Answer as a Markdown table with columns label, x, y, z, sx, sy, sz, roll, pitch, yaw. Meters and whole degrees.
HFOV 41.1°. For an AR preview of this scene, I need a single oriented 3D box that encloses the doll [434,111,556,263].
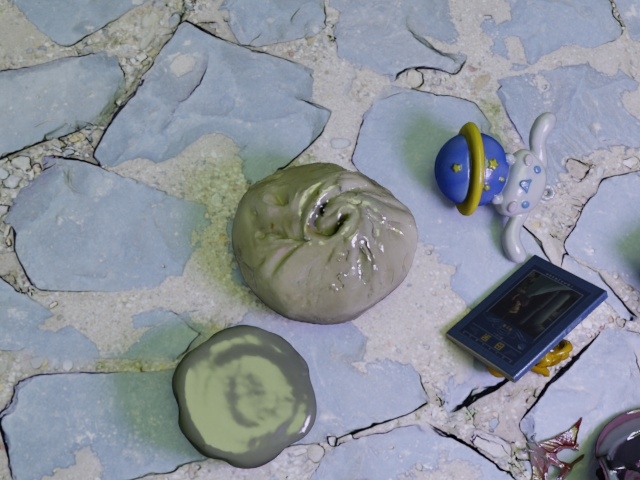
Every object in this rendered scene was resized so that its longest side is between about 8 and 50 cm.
| label | x | y | z | sx | sy | sz | roll | pitch | yaw |
| --- | --- | --- | --- | --- | --- | --- | --- | --- | --- |
| doll | 0.356 | -0.106 | 1.785 | 0.242 | 0.159 | 0.311 | -5 | 97 | -21 |

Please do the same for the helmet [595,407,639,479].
| label | x | y | z | sx | sy | sz | roll | pitch | yaw |
| --- | --- | --- | --- | --- | --- | --- | --- | --- | --- |
| helmet | 0.667 | 0.465 | 1.572 | 0.271 | 0.338 | 0.197 | -19 | 104 | -4 |

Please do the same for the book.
| label | x | y | z | sx | sy | sz | roll | pitch | yaw |
| --- | --- | --- | --- | --- | --- | --- | --- | --- | --- |
| book | 0.408 | 0.149 | 1.696 | 0.269 | 0.025 | 0.191 | -38 | 39 | -16 |

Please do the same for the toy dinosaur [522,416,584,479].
| label | x | y | z | sx | sy | sz | roll | pitch | yaw |
| --- | --- | --- | --- | --- | --- | --- | --- | --- | --- |
| toy dinosaur | 0.453 | 0.426 | 1.673 | 0.108 | 0.032 | 0.220 | 37 | 70 | 9 |

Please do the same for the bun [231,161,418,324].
| label | x | y | z | sx | sy | sz | roll | pitch | yaw |
| --- | --- | --- | --- | --- | --- | --- | --- | --- | --- |
| bun | 0.000 | 0.000 | 1.656 | 0.362 | 0.234 | 0.326 | 21 | 77 | 7 |

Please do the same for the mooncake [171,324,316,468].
| label | x | y | z | sx | sy | sz | roll | pitch | yaw |
| --- | --- | --- | --- | --- | --- | --- | --- | --- | --- |
| mooncake | -0.144 | 0.292 | 1.598 | 0.275 | 0.135 | 0.275 | 3 | 72 | -9 |

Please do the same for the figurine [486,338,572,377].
| label | x | y | z | sx | sy | sz | roll | pitch | yaw |
| --- | --- | --- | --- | --- | --- | --- | --- | --- | --- |
| figurine | 0.414 | 0.227 | 1.681 | 0.176 | 0.122 | 0.121 | -17 | 95 | -7 |
